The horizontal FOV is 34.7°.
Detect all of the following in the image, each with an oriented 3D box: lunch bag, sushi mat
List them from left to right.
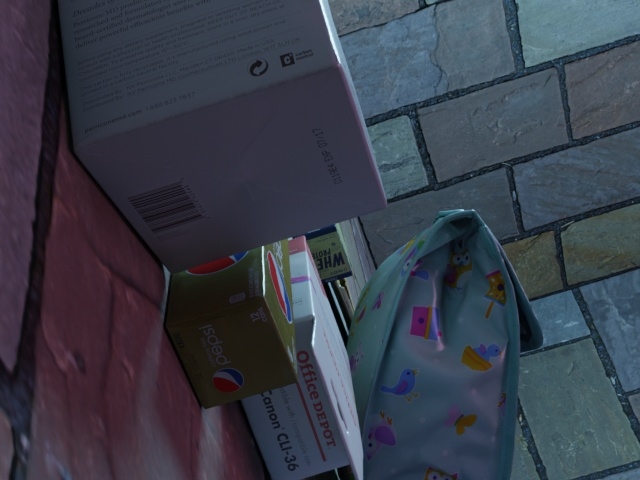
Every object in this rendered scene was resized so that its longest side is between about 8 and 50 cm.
[{"bbox_3d":[0.057,0.150,1.567,0.151,0.019,0.316,-119,-172,-57],"label":"sushi mat"},{"bbox_3d":[0.102,0.111,0.951,0.223,0.160,0.262,116,-17,-81],"label":"lunch bag"}]

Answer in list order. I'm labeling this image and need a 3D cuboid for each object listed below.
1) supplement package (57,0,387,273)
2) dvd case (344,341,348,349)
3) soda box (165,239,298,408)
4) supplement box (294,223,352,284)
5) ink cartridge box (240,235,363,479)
[{"bbox_3d":[-0.063,-0.130,0.586,0.139,0.134,0.244,65,9,-58],"label":"supplement package"},{"bbox_3d":[0.076,0.279,1.431,0.180,0.022,0.253,-75,147,-81],"label":"dvd case"},{"bbox_3d":[-0.053,0.021,0.634,0.181,0.058,0.061,-99,171,-62],"label":"soda box"},{"bbox_3d":[0.000,0.000,1.333,0.083,0.056,0.083,-101,172,-56],"label":"supplement box"},{"bbox_3d":[-0.020,0.088,0.723,0.198,0.067,0.115,-99,170,-71],"label":"ink cartridge box"}]
